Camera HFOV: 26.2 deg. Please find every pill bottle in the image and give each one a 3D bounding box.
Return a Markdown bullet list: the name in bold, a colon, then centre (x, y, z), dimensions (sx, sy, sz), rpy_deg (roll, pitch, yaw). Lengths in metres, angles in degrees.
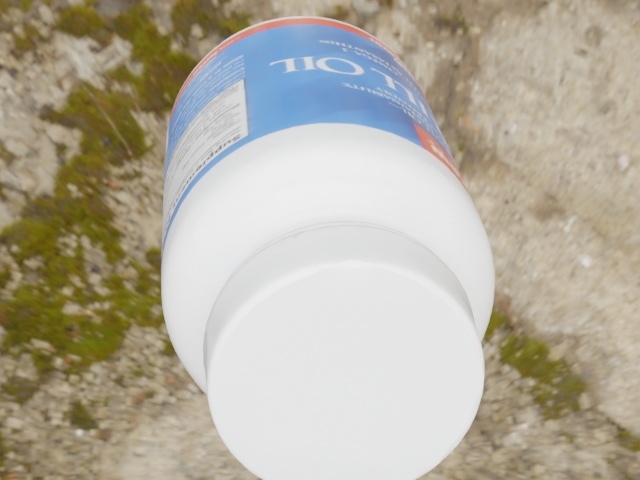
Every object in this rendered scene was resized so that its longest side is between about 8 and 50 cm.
- **pill bottle**: centre (0.000, 0.000, 0.539), dimensions (0.124, 0.221, 0.124), rpy_deg (-3, 116, -5)
